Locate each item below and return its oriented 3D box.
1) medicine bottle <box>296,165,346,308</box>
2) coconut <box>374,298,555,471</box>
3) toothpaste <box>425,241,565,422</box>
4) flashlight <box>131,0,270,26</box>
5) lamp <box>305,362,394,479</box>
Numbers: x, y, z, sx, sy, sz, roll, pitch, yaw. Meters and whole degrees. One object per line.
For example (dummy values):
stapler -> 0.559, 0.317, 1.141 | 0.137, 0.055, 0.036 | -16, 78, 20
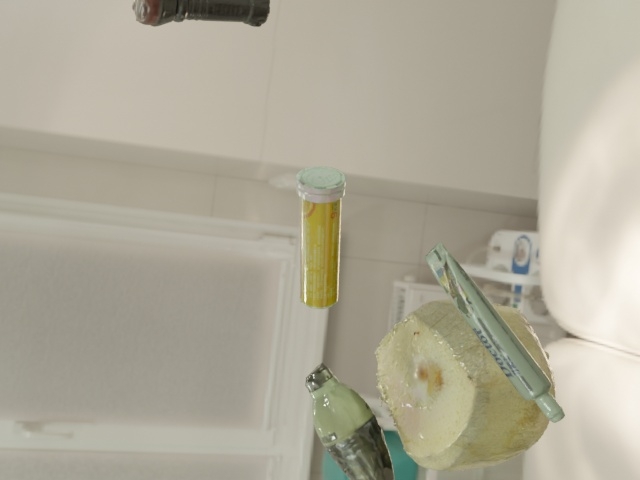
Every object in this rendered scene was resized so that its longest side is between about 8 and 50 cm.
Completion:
medicine bottle -> 0.000, 0.000, 1.192 | 0.074, 0.074, 0.218 | -111, 18, -56
coconut -> 0.264, 0.249, 1.379 | 0.297, 0.255, 0.297 | -7, 81, 51
toothpaste -> 0.211, 0.112, 0.963 | 0.255, 0.037, 0.067 | 55, 161, 12
flashlight -> -0.197, -0.405, 1.336 | 0.093, 0.232, 0.092 | 23, 117, 57
lamp -> 0.052, 0.319, 1.303 | 0.250, 0.101, 0.101 | 58, 157, 2
